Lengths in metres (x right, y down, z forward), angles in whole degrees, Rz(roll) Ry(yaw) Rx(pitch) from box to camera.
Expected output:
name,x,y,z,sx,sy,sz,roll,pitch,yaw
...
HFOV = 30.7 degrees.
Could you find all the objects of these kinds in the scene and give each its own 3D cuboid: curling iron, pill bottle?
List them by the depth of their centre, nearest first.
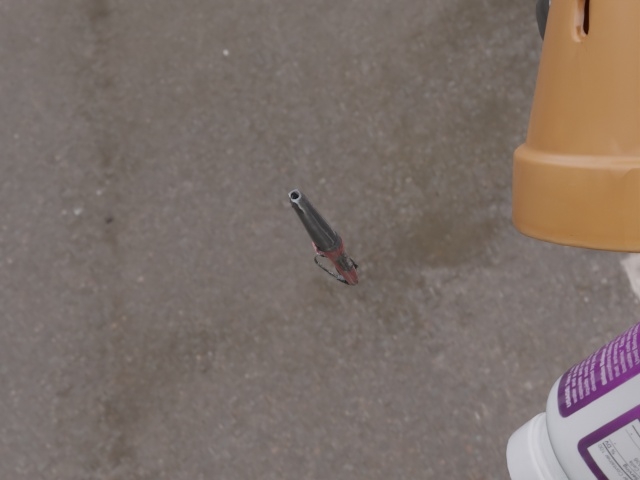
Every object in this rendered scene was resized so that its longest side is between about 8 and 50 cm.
name,x,y,z,sx,sy,sz,roll,pitch,yaw
pill bottle,0.328,0.168,1.123,0.301,0.169,0.169,-42,25,35
curling iron,0.000,0.000,1.429,0.068,0.274,0.035,31,81,21

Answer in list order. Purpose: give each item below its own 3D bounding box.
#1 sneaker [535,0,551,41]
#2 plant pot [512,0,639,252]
name,x,y,z,sx,sy,sz,roll,pitch,yaw
sneaker,0.291,-0.202,1.252,0.077,0.072,0.178,-4,68,-8
plant pot,0.285,-0.118,0.876,0.291,0.203,0.291,-5,12,1
